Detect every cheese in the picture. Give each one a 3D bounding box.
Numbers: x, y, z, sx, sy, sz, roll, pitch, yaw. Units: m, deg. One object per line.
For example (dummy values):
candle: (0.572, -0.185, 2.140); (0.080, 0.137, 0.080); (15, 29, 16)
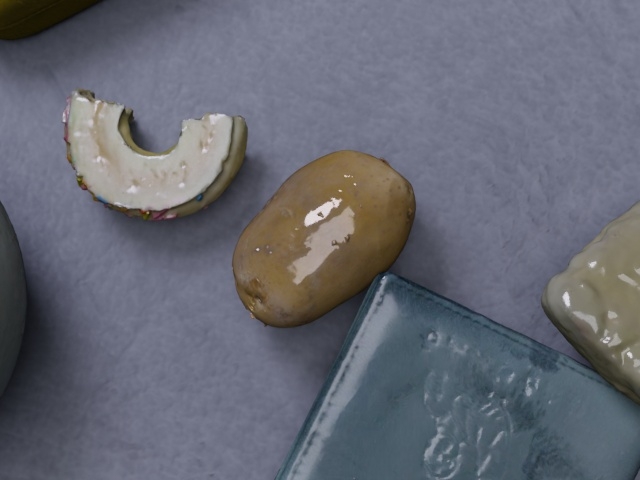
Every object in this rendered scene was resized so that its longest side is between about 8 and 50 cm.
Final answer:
cheese: (0.320, 0.089, 0.858); (0.159, 0.093, 0.263); (-43, 73, -8)

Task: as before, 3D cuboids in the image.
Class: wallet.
wallet: (0.125, 0.192, 0.893); (0.290, 0.054, 0.251); (27, 89, -6)

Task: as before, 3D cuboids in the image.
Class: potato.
potato: (0.000, 0.000, 0.903); (0.178, 0.109, 0.118); (-42, 78, -2)

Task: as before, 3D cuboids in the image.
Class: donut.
donut: (-0.152, -0.071, 0.939); (0.166, 0.065, 0.108); (11, 87, 3)

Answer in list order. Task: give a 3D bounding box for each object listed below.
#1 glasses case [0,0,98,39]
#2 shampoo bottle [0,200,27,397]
glasses case: (-0.190, -0.331, 0.921); (0.371, 0.141, 0.173); (-28, 85, 1)
shampoo bottle: (-0.402, 0.049, 0.819); (0.323, 0.317, 0.322); (0, 89, 3)
